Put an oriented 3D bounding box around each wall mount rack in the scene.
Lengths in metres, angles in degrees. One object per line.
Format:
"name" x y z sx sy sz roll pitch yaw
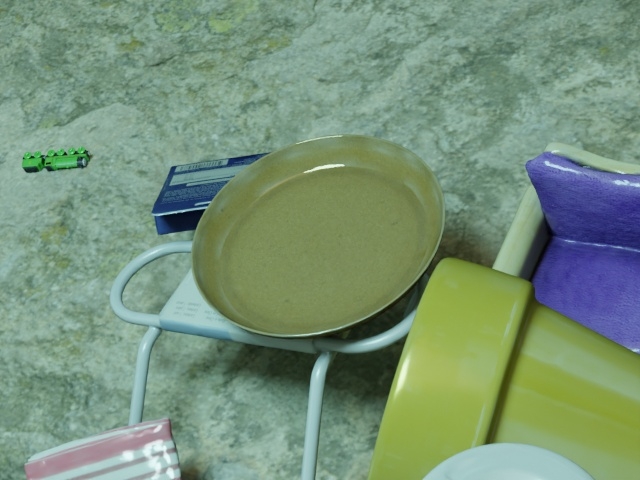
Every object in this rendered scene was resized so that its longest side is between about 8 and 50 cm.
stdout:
"wall mount rack" -0.056 0.119 1.422 0.350 0.130 0.304 5 48 34

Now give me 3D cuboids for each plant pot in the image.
"plant pot" 0.179 0.166 1.264 0.239 0.254 0.254 17 55 9
"plant pot" 0.000 0.000 1.380 0.236 0.032 0.236 -11 47 12

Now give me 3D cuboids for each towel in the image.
"towel" -0.182 0.269 1.372 0.144 0.029 0.197 -17 70 7

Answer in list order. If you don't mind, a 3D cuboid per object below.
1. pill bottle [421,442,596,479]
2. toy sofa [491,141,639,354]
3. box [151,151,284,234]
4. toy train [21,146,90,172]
"pill bottle" 0.140 0.287 1.125 0.152 0.272 0.152 -4 45 4
"toy sofa" 0.333 0.046 1.349 0.362 0.177 0.150 11 54 24
"box" -0.096 -0.047 1.569 0.136 0.037 0.225 -8 13 3
"toy train" -0.305 -0.092 1.768 0.083 0.017 0.024 -4 59 13
